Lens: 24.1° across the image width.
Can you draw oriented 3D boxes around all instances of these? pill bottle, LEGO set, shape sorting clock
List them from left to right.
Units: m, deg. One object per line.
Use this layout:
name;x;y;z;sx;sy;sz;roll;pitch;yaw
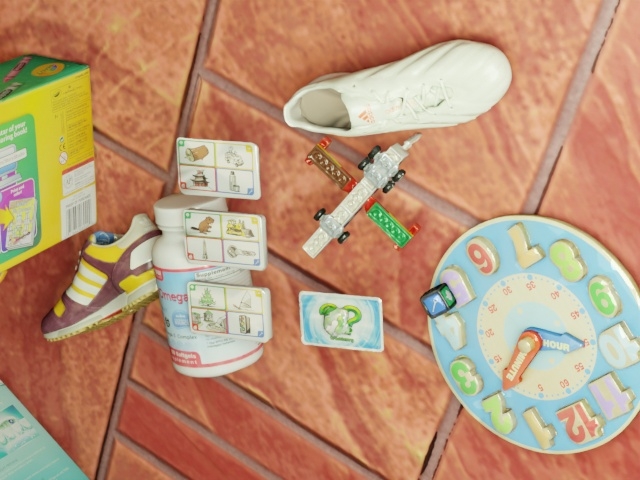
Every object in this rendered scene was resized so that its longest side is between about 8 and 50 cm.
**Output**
pill bottle;-0.107;0.038;1.377;0.087;0.087;0.160;1;109;34
LEGO set;0.000;0.000;1.280;0.244;0.060;0.182;4;108;23
shape sorting clock;0.176;0.079;1.228;0.206;0.040;0.206;14;116;29

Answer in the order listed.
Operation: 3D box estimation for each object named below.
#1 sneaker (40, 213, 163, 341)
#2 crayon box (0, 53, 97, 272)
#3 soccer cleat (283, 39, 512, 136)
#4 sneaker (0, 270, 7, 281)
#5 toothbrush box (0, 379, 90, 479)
sneaker;-0.214;0.037;1.471;0.185;0.069;0.084;-26;84;33
crayon box;-0.320;-0.055;1.363;0.081;0.278;0.165;14;116;27
soccer cleat;0.060;-0.114;1.204;0.196;0.076;0.068;-7;105;36
sneaker;-0.411;0.049;1.602;0.083;0.084;0.215;44;137;-13
toothbrush box;-0.385;0.287;1.649;0.295;0.126;0.216;44;128;11
